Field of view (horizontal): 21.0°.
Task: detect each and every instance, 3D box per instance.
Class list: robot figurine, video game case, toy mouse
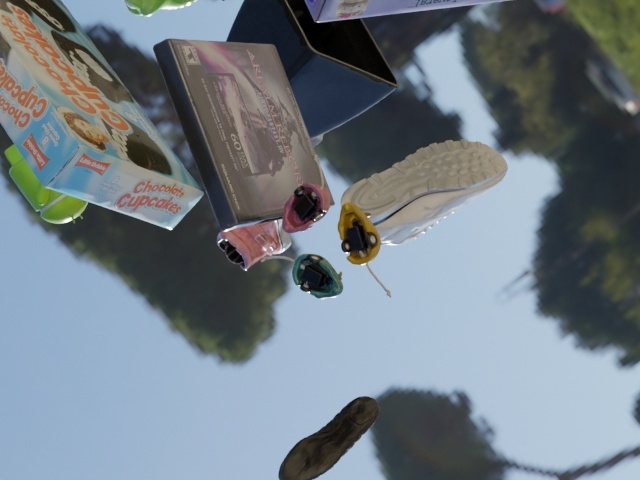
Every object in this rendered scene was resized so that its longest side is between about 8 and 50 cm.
[{"bbox_3d":[-0.314,-0.069,1.998,0.115,0.067,0.101,55,-169,-6],"label":"robot figurine"},{"bbox_3d":[-0.074,-0.115,1.807,0.274,0.026,0.196,-14,-97,-68],"label":"video game case"},{"bbox_3d":[0.000,0.000,1.742,0.031,0.143,0.161,-12,-99,-51],"label":"toy mouse"}]

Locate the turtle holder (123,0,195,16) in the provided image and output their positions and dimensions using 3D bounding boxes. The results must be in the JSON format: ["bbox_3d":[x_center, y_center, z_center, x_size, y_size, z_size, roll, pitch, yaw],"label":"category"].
[{"bbox_3d":[-0.223,-0.478,2.332,0.227,0.320,0.243,7,-159,-47],"label":"turtle holder"}]

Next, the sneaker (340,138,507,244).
[{"bbox_3d":[0.136,-0.056,2.267,0.095,0.235,0.090,81,165,-45],"label":"sneaker"}]

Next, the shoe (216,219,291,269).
[{"bbox_3d":[-0.086,-0.002,2.151,0.063,0.081,0.178,42,168,10],"label":"shoe"}]

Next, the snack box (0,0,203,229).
[{"bbox_3d":[-0.263,-0.153,1.693,0.187,0.060,0.322,20,-153,-55],"label":"snack box"}]

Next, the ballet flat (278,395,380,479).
[{"bbox_3d":[0.015,0.273,2.311,0.057,0.173,0.049,45,161,20],"label":"ballet flat"}]

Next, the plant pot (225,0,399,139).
[{"bbox_3d":[-0.033,-0.251,2.466,0.188,0.167,0.187,16,-143,-44],"label":"plant pot"}]

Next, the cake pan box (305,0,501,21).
[{"bbox_3d":[0.077,-0.359,1.878,0.266,0.070,0.246,-11,-119,-24],"label":"cake pan box"}]

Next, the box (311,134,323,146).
[{"bbox_3d":[-0.059,-0.213,2.672,0.126,0.072,0.137,36,-142,-23],"label":"box"}]
